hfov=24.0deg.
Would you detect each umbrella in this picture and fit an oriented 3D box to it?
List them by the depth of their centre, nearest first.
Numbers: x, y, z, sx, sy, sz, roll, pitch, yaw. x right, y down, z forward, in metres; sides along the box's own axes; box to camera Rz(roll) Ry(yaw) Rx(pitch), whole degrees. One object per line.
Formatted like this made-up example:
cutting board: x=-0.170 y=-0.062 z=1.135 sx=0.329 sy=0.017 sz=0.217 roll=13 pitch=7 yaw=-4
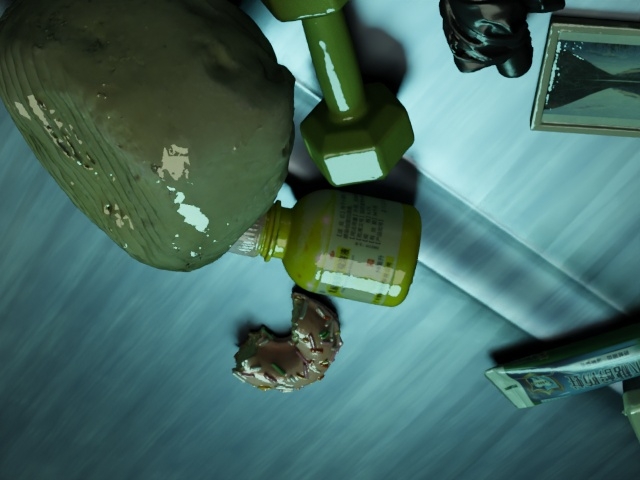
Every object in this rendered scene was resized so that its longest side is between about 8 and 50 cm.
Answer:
umbrella: x=0.153 y=-0.260 z=1.455 sx=0.110 sy=0.122 sz=0.272 roll=28 pitch=161 yaw=43

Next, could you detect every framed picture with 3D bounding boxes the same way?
framed picture: x=0.332 y=-0.168 z=1.596 sx=0.203 sy=0.015 sz=0.150 roll=5 pitch=136 yaw=0

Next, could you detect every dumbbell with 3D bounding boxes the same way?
dumbbell: x=0.013 y=-0.191 z=1.531 sx=0.108 sy=0.121 sz=0.302 roll=-27 pitch=135 yaw=-9

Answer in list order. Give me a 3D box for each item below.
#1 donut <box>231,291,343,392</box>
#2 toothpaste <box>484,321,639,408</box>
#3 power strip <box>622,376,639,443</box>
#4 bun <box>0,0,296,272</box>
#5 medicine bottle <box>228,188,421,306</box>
donut: x=-0.031 y=0.142 z=1.917 sx=0.117 sy=0.065 sz=0.166 roll=27 pitch=134 yaw=-21
toothpaste: x=0.395 y=0.135 z=1.876 sx=0.392 sy=0.061 sz=0.099 roll=-22 pitch=133 yaw=27
power strip: x=0.514 y=0.202 z=1.931 sx=0.256 sy=0.070 sz=0.105 roll=-13 pitch=133 yaw=19
bun: x=-0.173 y=-0.135 z=1.502 sx=0.326 sy=0.234 sz=0.362 roll=45 pitch=159 yaw=-11
medicine bottle: x=0.000 y=0.000 z=1.723 sx=0.212 sy=0.122 sz=0.122 roll=11 pitch=136 yaw=-7
